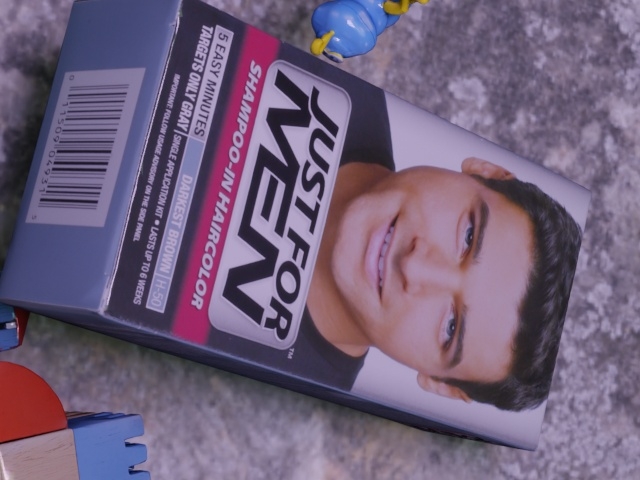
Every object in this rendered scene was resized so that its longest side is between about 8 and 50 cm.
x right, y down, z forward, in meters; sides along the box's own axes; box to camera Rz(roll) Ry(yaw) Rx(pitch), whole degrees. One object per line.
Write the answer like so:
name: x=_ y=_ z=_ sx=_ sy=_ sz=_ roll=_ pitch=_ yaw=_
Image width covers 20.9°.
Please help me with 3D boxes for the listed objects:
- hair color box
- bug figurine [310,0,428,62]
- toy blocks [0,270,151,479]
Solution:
hair color box: x=0.000 y=0.000 z=1.083 sx=0.374 sy=0.113 sz=0.185 roll=21 pitch=78 yaw=-42
bug figurine: x=-0.017 y=-0.213 z=1.115 sx=0.279 sy=0.072 sz=0.216 roll=32 pitch=50 yaw=22
toy blocks: x=-0.217 y=0.166 z=1.013 sx=0.261 sy=0.190 sz=0.381 roll=-9 pitch=92 yaw=-37
